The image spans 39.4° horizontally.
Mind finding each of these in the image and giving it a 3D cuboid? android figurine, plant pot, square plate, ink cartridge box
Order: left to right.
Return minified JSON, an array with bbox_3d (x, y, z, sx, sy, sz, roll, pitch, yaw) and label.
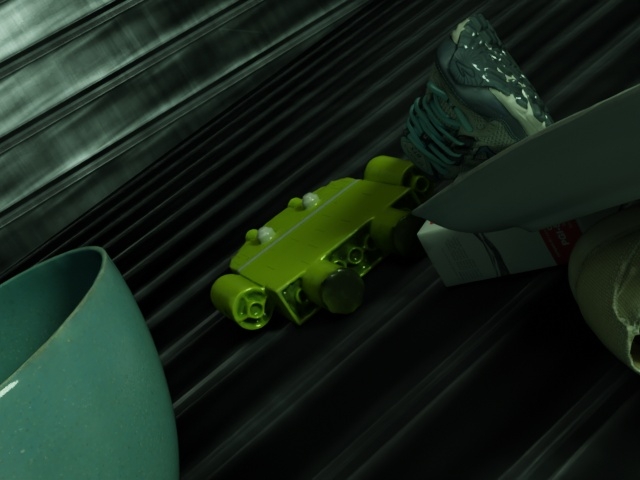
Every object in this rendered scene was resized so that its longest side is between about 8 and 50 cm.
[{"bbox_3d":[-0.209,0.168,0.600,0.290,0.195,0.290,-29,19,11],"label":"plant pot"},{"bbox_3d":[0.000,0.000,0.907,0.248,0.056,0.273,-37,21,-12],"label":"android figurine"},{"bbox_3d":[0.157,-0.023,0.701,0.135,0.056,0.099,-15,26,42],"label":"ink cartridge box"},{"bbox_3d":[0.253,-0.080,0.484,0.344,0.049,0.347,-21,-3,-12],"label":"square plate"}]

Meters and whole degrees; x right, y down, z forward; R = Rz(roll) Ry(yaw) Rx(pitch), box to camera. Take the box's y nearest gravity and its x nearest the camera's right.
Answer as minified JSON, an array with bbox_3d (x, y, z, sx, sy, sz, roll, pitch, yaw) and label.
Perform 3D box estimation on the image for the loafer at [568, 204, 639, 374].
[{"bbox_3d":[0.251,0.010,0.413,0.268,0.102,0.092,-22,30,27],"label":"loafer"}]

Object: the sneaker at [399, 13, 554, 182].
[{"bbox_3d":[0.127,-0.097,0.771,0.122,0.110,0.283,-32,-12,12],"label":"sneaker"}]
